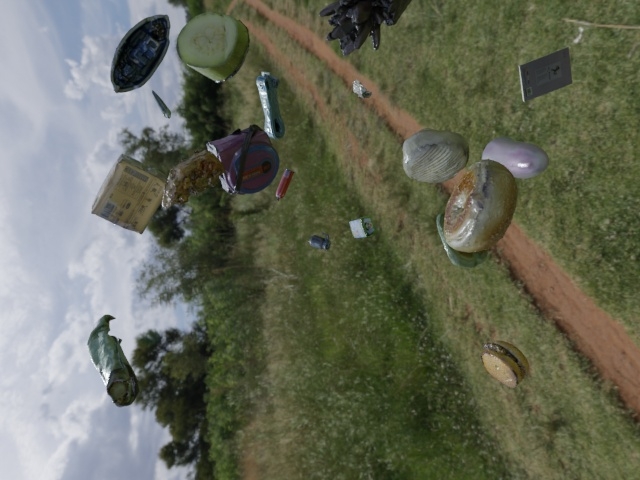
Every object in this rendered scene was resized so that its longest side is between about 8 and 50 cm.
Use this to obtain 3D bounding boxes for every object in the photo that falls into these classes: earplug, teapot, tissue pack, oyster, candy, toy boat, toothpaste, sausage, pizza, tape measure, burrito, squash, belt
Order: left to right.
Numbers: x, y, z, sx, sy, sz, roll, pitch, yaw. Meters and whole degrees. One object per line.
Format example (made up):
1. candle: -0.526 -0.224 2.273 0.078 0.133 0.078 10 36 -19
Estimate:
1. burrito: -0.539 0.302 1.077 0.229 0.089 0.144 39 134 40
2. tissue pack: -0.634 -0.154 1.408 0.222 0.186 0.090 -58 33 8
3. toy boat: -0.575 -0.598 1.339 0.142 0.129 0.309 19 77 49
4. toothpaste: -0.608 -0.517 1.602 0.204 0.031 0.049 51 167 37
5. pizza: -0.387 -0.182 1.267 0.069 0.226 0.147 45 158 20
6. squash: -0.337 -0.638 1.350 0.133 0.220 0.220 20 -120 -61
7. tape measure: -0.273 -0.294 1.519 0.149 0.231 0.245 39 147 37
8. belt: -0.220 -0.604 1.888 0.072 0.087 0.302 31 140 38
9. sausage: -0.158 -0.241 1.835 0.048 0.050 0.145 24 93 35
10. teapot: 0.001 0.002 1.705 0.063 0.083 0.049 -67 -26 -12
11. oyster: 0.141 -0.542 1.499 0.098 0.037 0.100 45 -170 21
12. candy: 0.210 -0.066 2.109 0.194 0.062 0.097 174 76 -77
13. earplug: 0.763 -0.306 1.604 0.301 0.172 0.172 -100 9 -74

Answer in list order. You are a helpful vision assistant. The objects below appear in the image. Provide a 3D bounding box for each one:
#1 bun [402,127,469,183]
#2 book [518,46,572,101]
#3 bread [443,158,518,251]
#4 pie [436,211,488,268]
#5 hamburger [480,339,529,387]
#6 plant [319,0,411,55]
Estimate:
1. bun: 0.408 -0.310 1.494 0.239 0.239 0.141 105 168 -62
2. book: 0.768 -0.565 1.426 0.014 0.182 0.127 -112 0 -67
3. bread: 0.503 -0.098 1.308 0.305 0.159 0.305 -163 90 -89
4. pie: 0.509 -0.009 1.515 0.054 0.240 0.240 -48 44 49
5. hamburger: 0.748 0.489 1.706 0.191 0.118 0.182 38 152 31
6. plant: 0.148 -0.721 1.245 0.194 0.320 0.181 45 -177 24
